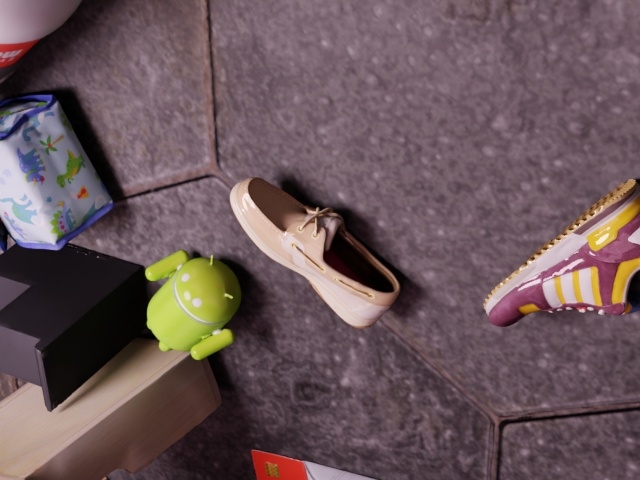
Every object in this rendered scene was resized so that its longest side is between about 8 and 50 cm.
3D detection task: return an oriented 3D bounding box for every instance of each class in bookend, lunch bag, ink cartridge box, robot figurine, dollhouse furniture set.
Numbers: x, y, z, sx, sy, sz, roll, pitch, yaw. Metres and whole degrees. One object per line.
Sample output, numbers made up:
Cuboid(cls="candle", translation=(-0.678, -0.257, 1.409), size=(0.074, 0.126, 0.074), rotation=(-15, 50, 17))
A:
Cuboid(cls="bookend", translation=(-0.274, 0.073, 1.542), size=(0.156, 0.157, 0.072), rotation=(15, 127, 27))
Cuboid(cls="lunch bag", translation=(-0.288, -0.063, 1.508), size=(0.151, 0.096, 0.128), rotation=(5, 126, 51))
Cuboid(cls="ink cartridge box", translation=(0.008, 0.288, 1.568), size=(0.179, 0.045, 0.145), rotation=(8, 124, 29))
Cuboid(cls="robot figurine", translation=(-0.117, 0.059, 1.480), size=(0.115, 0.067, 0.101), rotation=(-43, 71, 46))
Cuboid(cls="dollhouse furniture set", translation=(-0.190, 0.328, 1.564), size=(0.362, 0.256, 0.394), rotation=(3, 118, 42))

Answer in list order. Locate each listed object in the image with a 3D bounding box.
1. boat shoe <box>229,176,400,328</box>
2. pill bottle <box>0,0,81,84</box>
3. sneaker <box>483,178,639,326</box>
Cuboid(cls="boat shoe", translation=(0.000, 0.000, 1.362), size=(0.170, 0.063, 0.059), rotation=(41, 133, -8))
Cuboid(cls="pill bottle", translation=(-0.318, -0.225, 1.325), size=(0.210, 0.210, 0.363), rotation=(52, 136, -6))
Cuboid(cls="sneaker", translation=(0.201, 0.034, 1.228), size=(0.084, 0.069, 0.185), rotation=(50, 137, 4))
